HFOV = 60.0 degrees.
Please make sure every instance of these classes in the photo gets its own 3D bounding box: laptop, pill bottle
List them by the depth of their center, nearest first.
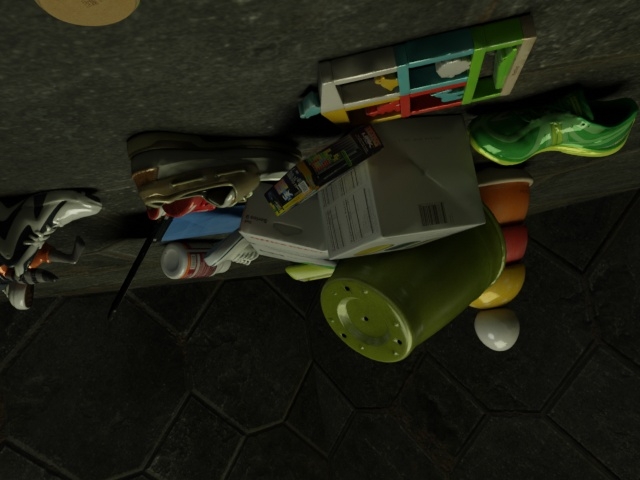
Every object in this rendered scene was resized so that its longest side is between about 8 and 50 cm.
[{"bbox_3d":[-0.362,0.061,1.477,0.236,0.407,0.382,27,161,-14],"label":"laptop"},{"bbox_3d":[-0.411,0.064,1.854,0.121,0.121,0.221,-14,171,34],"label":"pill bottle"}]

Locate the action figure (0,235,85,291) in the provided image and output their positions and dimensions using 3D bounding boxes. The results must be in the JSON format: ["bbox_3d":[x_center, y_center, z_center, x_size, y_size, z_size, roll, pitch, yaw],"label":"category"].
[{"bbox_3d":[-0.736,0.060,1.182,0.330,0.178,0.341,-22,173,16],"label":"action figure"}]

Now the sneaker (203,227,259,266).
[{"bbox_3d":[-0.201,0.018,1.416,0.094,0.091,0.258,-34,-175,28],"label":"sneaker"}]

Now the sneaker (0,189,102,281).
[{"bbox_3d":[-0.517,-0.004,1.011,0.235,0.153,0.094,-7,174,-20],"label":"sneaker"}]

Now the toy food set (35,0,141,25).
[{"bbox_3d":[-0.183,-0.197,0.439,0.083,0.020,0.083,-13,172,25],"label":"toy food set"}]

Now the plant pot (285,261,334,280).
[{"bbox_3d":[0.000,0.000,1.546,0.228,0.207,0.227,-11,173,5],"label":"plant pot"}]

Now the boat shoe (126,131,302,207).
[{"bbox_3d":[-0.157,-0.104,0.895,0.302,0.103,0.113,-4,172,-38],"label":"boat shoe"}]

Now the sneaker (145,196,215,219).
[{"bbox_3d":[-0.244,-0.092,1.056,0.128,0.087,0.221,-15,-170,-35],"label":"sneaker"}]

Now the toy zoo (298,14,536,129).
[{"bbox_3d":[0.113,-0.206,0.731,0.293,0.030,0.192,-10,173,9],"label":"toy zoo"}]

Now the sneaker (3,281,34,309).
[{"bbox_3d":[-0.789,0.100,1.396,0.123,0.105,0.290,2,-166,-27],"label":"sneaker"}]

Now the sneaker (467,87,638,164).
[{"bbox_3d":[0.390,-0.205,0.938,0.296,0.109,0.123,-6,149,-8],"label":"sneaker"}]

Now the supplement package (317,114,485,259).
[{"bbox_3d":[0.131,-0.088,1.025,0.199,0.198,0.263,-8,173,-19],"label":"supplement package"}]

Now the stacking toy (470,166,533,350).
[{"bbox_3d":[0.439,0.064,1.511,0.351,0.479,0.350,-10,173,-1],"label":"stacking toy"}]

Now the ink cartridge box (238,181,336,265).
[{"bbox_3d":[-0.053,-0.025,1.285,0.211,0.121,0.289,12,170,4],"label":"ink cartridge box"}]

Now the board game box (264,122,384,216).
[{"bbox_3d":[0.000,-0.107,0.862,0.141,0.048,0.170,-35,-176,-24],"label":"board game box"}]

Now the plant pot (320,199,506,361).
[{"bbox_3d":[0.192,0.084,1.298,0.367,0.366,0.353,-17,-161,48],"label":"plant pot"}]
